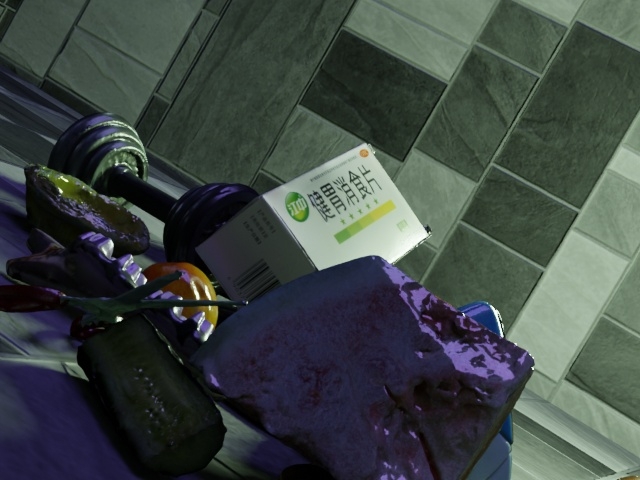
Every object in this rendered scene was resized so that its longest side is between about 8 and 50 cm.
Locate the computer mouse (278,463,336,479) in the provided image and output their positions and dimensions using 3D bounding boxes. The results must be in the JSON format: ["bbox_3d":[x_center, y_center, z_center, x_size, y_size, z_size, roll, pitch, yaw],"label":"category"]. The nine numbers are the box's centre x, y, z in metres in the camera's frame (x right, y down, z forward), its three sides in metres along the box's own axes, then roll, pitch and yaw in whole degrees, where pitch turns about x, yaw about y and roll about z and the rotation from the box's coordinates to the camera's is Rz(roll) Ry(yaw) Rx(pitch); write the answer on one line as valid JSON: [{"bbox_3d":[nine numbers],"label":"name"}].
[{"bbox_3d":[0.073,0.258,1.122,0.245,0.056,0.126,30,4,-24],"label":"computer mouse"}]

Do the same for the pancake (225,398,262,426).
[{"bbox_3d":[-0.055,0.182,1.423,0.184,0.020,0.190,32,5,42],"label":"pancake"}]

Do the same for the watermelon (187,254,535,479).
[{"bbox_3d":[0.053,0.150,1.099,0.310,0.193,0.232,47,-23,-21],"label":"watermelon"}]

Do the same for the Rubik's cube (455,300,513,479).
[{"bbox_3d":[0.063,0.187,1.410,0.254,0.254,0.254,30,3,-2],"label":"Rubik's cube"}]

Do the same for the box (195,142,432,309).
[{"bbox_3d":[0.001,0.000,1.751,0.173,0.145,0.333,56,32,2],"label":"box"}]

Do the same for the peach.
[{"bbox_3d":[-0.165,0.075,1.470,0.101,0.100,0.101,30,3,-2],"label":"peach"}]

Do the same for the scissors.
[{"bbox_3d":[-0.181,0.057,1.148,0.248,0.017,0.144,-10,-26,40],"label":"scissors"}]

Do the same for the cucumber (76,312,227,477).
[{"bbox_3d":[-0.137,0.136,1.059,0.211,0.078,0.062,41,-22,56],"label":"cucumber"}]

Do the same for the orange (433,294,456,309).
[{"bbox_3d":[0.121,0.167,1.748,0.240,0.171,0.240,31,20,-12],"label":"orange"}]

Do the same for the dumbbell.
[{"bbox_3d":[-0.245,-0.057,1.893,0.406,0.179,0.179,29,2,33],"label":"dumbbell"}]

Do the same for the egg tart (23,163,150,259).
[{"bbox_3d":[-0.323,-0.026,1.720,0.197,0.078,0.197,30,6,-3],"label":"egg tart"}]

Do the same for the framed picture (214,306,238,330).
[{"bbox_3d":[-0.088,0.140,1.752,0.240,0.020,0.324,31,4,25],"label":"framed picture"}]

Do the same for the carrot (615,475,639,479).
[{"bbox_3d":[0.421,0.384,1.752,0.114,0.114,0.302,31,4,22],"label":"carrot"}]

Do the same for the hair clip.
[{"bbox_3d":[-0.202,0.072,1.342,0.292,0.084,0.106,33,-39,10],"label":"hair clip"}]

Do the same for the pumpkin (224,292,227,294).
[{"bbox_3d":[-0.117,0.035,2.130,0.149,0.130,0.254,30,2,-1],"label":"pumpkin"}]
